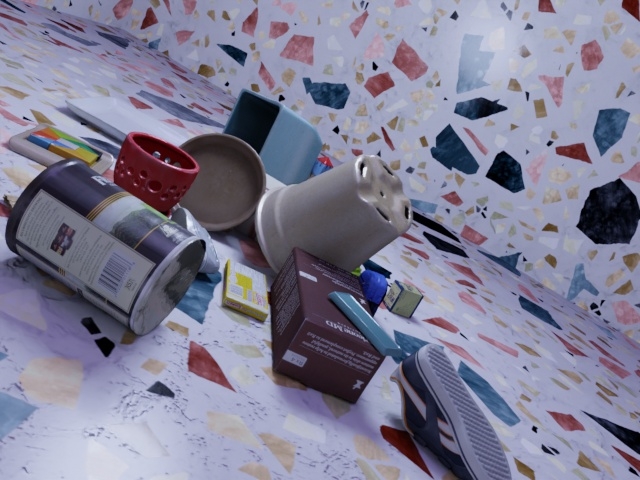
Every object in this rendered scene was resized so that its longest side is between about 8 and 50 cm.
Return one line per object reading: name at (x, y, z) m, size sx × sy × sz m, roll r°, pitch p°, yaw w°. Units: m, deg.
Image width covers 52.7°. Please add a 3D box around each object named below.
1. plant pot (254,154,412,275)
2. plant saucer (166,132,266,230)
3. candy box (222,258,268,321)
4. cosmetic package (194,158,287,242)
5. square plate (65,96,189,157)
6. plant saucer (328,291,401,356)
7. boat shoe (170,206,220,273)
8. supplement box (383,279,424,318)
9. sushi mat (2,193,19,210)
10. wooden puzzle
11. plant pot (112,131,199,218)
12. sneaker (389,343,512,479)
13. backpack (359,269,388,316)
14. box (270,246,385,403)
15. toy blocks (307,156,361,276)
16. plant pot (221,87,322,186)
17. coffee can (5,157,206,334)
plant pot at (0.056, -0.058, 1.672) m, size 0.334 × 0.305 × 0.333 m, roll 32°, pitch 43°, yaw -35°
plant saucer at (-0.285, -0.156, 1.749) m, size 0.278 × 0.278 × 0.041 m, roll 31°, pitch -14°, yaw 4°
candy box at (-0.174, 0.111, 1.498) m, size 0.105 × 0.027 × 0.206 m, roll 28°, pitch 16°, yaw -16°
cosmetic package at (-0.231, -0.130, 1.864) m, size 0.296 × 0.153 × 0.129 m, roll 29°, pitch 39°, yaw 4°
square plate at (-0.626, -0.375, 2.156) m, size 0.344 × 0.049 × 0.347 m, roll 29°, pitch 16°, yaw 0°
plant saucer at (0.092, 0.167, 1.321) m, size 0.067 × 0.018 × 0.192 m, roll 15°, pitch 25°, yaw -48°
boat shoe at (-0.298, 0.006, 1.533) m, size 0.081 × 0.079 × 0.227 m, roll 28°, pitch 18°, yaw -41°
supplement box at (0.246, 0.175, 1.932) m, size 0.083 × 0.083 × 0.056 m, roll 21°, pitch 17°, yaw -25°
sushi mat at (-0.500, -0.034, 1.385) m, size 0.317 × 0.019 × 0.151 m, roll 10°, pitch 26°, yaw -49°
wooden puzzle at (-0.660, -0.236, 1.679) m, size 0.221 × 0.044 × 0.238 m, roll 26°, pitch 16°, yaw -14°
plant pot at (-0.418, -0.148, 1.594) m, size 0.191 × 0.174 × 0.191 m, roll 27°, pitch 16°, yaw -8°
sneaker at (0.257, 0.376, 1.302) m, size 0.126 × 0.127 × 0.321 m, roll -3°, pitch 60°, yaw -53°
backpack at (0.123, 0.141, 1.755) m, size 0.101 × 0.120 × 0.098 m, roll 24°, pitch 18°, yaw -19°
box at (0.002, 0.170, 1.427) m, size 0.191 × 0.143 × 0.381 m, roll 26°, pitch 18°, yaw -15°
toy blocks at (0.048, -0.097, 2.094) m, size 0.191 × 0.261 × 0.381 m, roll 11°, pitch 24°, yaw -48°
plant pot at (-0.143, -0.300, 2.058) m, size 0.252 × 0.247 × 0.248 m, roll 20°, pitch 9°, yaw -43°
coffee can at (-0.373, 0.011, 1.143) m, size 0.275 × 0.201 × 0.201 m, roll 32°, pitch 16°, yaw 7°
